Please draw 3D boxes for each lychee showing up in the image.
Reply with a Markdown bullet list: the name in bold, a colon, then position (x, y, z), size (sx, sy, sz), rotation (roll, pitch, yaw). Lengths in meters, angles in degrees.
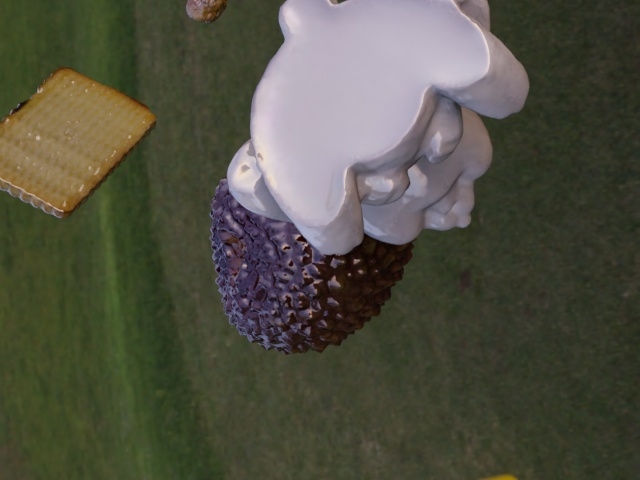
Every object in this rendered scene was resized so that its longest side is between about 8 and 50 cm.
- **lychee**: position (0.000, 0.000, 1.161), size (0.271, 0.271, 0.271), rotation (173, 90, -69)

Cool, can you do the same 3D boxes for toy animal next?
- **toy animal**: position (0.061, -0.104, 0.879), size (0.206, 0.271, 0.265), rotation (49, -172, 18)

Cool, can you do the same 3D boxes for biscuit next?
- **biscuit**: position (-0.360, -0.142, 1.372), size (0.254, 0.172, 0.029), rotation (-58, -7, -43)

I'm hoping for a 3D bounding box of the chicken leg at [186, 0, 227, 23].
- **chicken leg**: position (-0.107, -0.415, 1.370), size (0.251, 0.087, 0.107), rotation (-57, -12, 7)
